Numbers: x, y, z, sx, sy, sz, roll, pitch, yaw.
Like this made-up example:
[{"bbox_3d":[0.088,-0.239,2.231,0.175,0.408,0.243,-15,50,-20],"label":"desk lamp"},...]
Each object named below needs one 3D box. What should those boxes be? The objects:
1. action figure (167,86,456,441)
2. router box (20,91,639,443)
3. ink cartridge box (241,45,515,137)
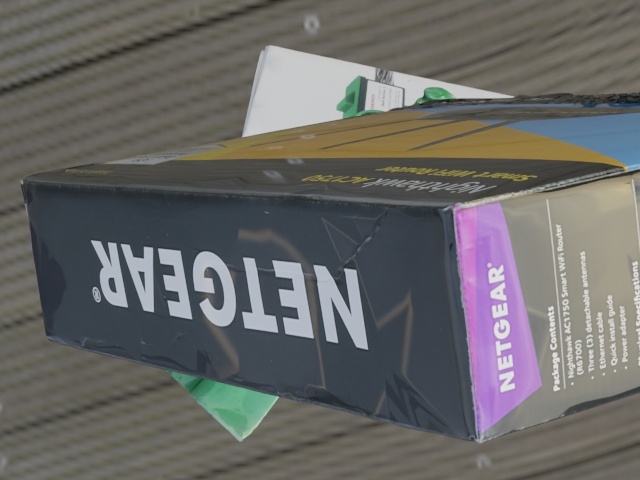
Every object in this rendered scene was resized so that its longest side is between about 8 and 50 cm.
[{"bbox_3d":[0.000,0.000,1.074,0.232,0.137,0.063,-47,142,-4],"label":"action figure"},{"bbox_3d":[0.032,-0.003,0.410,0.133,0.179,0.046,-13,100,-32],"label":"router box"},{"bbox_3d":[0.049,-0.049,1.408,0.219,0.092,0.160,11,148,4],"label":"ink cartridge box"}]
